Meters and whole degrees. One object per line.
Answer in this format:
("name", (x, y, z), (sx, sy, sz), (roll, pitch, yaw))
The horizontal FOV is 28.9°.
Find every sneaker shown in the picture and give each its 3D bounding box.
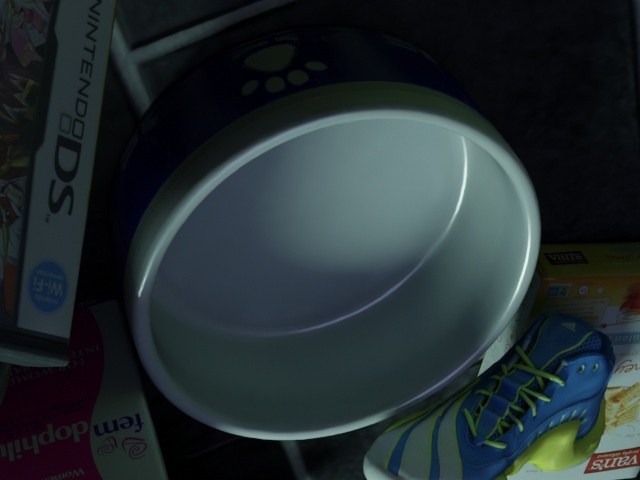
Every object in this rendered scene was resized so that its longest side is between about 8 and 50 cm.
("sneaker", (0.127, 0.109, 0.876), (0.240, 0.091, 0.126), (-8, 120, -48))

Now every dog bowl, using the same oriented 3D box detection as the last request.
("dog bowl", (0.000, 0.000, 0.798), (0.265, 0.104, 0.265), (-12, 131, -14))

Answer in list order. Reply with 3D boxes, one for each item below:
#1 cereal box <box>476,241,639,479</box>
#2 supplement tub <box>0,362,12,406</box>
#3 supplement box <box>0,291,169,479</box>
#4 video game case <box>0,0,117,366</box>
("cereal box", (0.215, 0.107, 1.011), (0.173, 0.047, 0.240), (-2, 128, -19))
("supplement tub", (-0.304, 0.112, 0.697), (0.207, 0.207, 0.338), (14, 122, -30))
("supplement box", (-0.153, 0.152, 0.782), (0.111, 0.220, 0.114), (-15, 132, -10))
("video game case", (-0.201, -0.088, 0.534), (0.035, 0.248, 0.275), (-3, 165, 36))
